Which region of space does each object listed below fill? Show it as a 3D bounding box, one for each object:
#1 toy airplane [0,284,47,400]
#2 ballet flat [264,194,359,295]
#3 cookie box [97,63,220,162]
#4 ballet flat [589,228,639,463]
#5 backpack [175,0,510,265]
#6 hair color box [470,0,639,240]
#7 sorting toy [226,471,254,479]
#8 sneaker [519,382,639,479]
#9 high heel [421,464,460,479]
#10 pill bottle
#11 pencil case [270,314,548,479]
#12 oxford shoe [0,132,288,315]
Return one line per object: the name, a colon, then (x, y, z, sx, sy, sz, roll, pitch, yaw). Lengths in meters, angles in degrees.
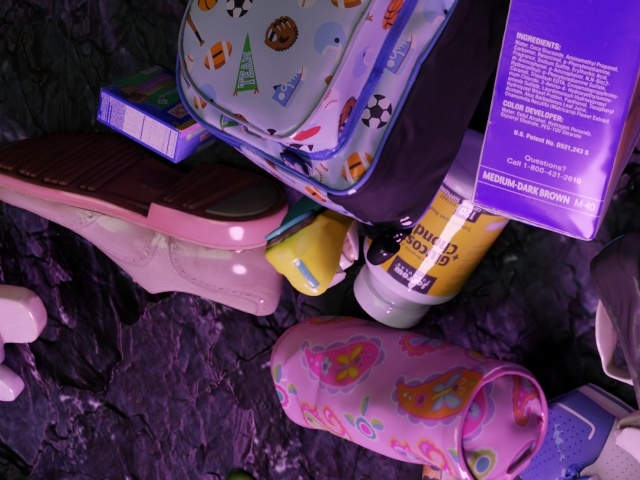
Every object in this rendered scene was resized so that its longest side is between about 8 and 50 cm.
toy airplane: (-0.517, 0.069, 1.604, 0.384, 0.272, 0.386, 45, 128, 11)
ballet flat: (0.000, 0.000, 1.244, 0.077, 0.231, 0.077, -33, 96, 14)
cookie box: (-0.156, -0.131, 1.380, 0.107, 0.092, 0.040, 29, 126, 22)
ballet flat: (0.297, 0.127, 1.171, 0.096, 0.095, 0.281, -13, 90, 48)
backpack: (0.000, -0.161, 1.140, 0.263, 0.213, 0.277, 26, 85, 44)
hair color box: (0.209, -0.192, 0.991, 0.110, 0.185, 0.339, 17, 129, 16)
sorting toy: (-0.081, 0.314, 1.542, 0.061, 0.042, 0.102, -35, 87, 39)
sneaker: (0.263, 0.292, 1.197, 0.127, 0.182, 0.316, -36, 86, 38)
high heel: (0.097, 0.266, 1.378, 0.186, 0.093, 0.261, 2, 102, 51)
pill bottle: (0.102, -0.007, 1.239, 0.103, 0.103, 0.184, 41, 127, 15)
pencil case: (0.075, 0.146, 1.267, 0.284, 0.124, 0.124, 10, 115, 50)
oxford shoe: (-0.211, -0.015, 1.441, 0.397, 0.140, 0.147, 17, 125, 32)
